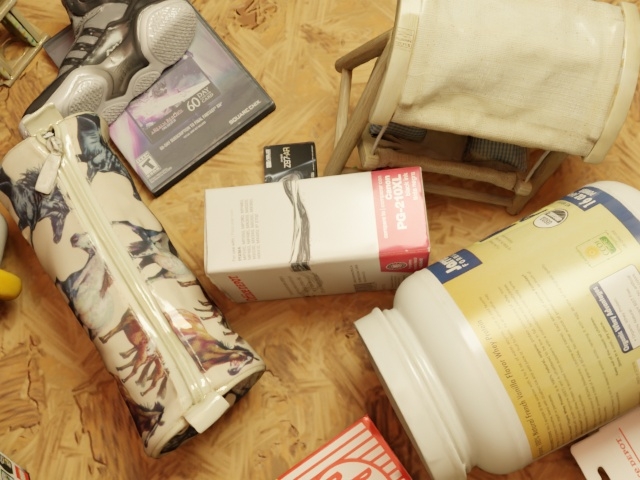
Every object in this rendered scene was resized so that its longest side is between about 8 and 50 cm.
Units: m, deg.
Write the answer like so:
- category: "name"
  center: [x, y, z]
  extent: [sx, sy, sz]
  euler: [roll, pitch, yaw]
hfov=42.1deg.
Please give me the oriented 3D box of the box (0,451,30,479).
- category: "box"
  center: [-0.341, 0.293, 0.875]
  extent: [0.036, 0.114, 0.207]
  euler: [-38, 36, -6]

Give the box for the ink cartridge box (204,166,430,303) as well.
- category: "ink cartridge box"
  center: [0.000, 0.000, 0.944]
  extent: [0.237, 0.172, 0.100]
  euler: [-6, 74, 4]

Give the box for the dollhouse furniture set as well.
- category: "dollhouse furniture set"
  center: [-0.472, -0.304, 1.069]
  extent: [0.161, 0.182, 0.101]
  euler: [33, 80, 13]

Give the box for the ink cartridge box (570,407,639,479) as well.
- category: "ink cartridge box"
  center: [0.367, 0.227, 0.903]
  extent: [0.180, 0.060, 0.104]
  euler: [-27, 75, -2]

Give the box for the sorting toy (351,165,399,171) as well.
- category: "sorting toy"
  center: [0.055, -0.081, 1.020]
  extent: [0.102, 0.061, 0.042]
  euler: [-14, 72, -22]

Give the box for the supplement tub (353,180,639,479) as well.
- category: "supplement tub"
  center: [0.216, 0.100, 0.866]
  extent: [0.316, 0.228, 0.228]
  euler: [-27, 74, -2]

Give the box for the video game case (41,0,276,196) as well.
- category: "video game case"
  center: [-0.217, -0.218, 1.103]
  extent: [0.196, 0.026, 0.274]
  euler: [-38, 75, -5]

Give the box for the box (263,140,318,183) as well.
- category: "box"
  center: [-0.037, -0.081, 1.049]
  extent: [0.067, 0.018, 0.083]
  euler: [-4, 75, 4]

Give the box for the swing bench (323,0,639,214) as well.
- category: "swing bench"
  center: [0.161, -0.153, 0.892]
  extent: [0.253, 0.254, 0.165]
  euler: [8, 75, -13]

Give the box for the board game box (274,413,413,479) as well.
- category: "board game box"
  center: [0.016, 0.309, 0.923]
  extent: [0.193, 0.045, 0.147]
  euler: [-35, 75, -5]

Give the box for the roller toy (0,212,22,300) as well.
- category: "roller toy"
  center: [-0.476, 0.021, 0.979]
  extent: [0.191, 0.209, 0.146]
  euler: [-5, 70, 41]

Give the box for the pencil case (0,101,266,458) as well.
- category: "pencil case"
  center: [-0.221, 0.045, 0.950]
  extent: [0.160, 0.183, 0.410]
  euler: [-34, 75, -5]

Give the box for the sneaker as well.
- category: "sneaker"
  center: [-0.297, -0.240, 1.055]
  extent: [0.268, 0.101, 0.153]
  euler: [-43, 74, -13]
